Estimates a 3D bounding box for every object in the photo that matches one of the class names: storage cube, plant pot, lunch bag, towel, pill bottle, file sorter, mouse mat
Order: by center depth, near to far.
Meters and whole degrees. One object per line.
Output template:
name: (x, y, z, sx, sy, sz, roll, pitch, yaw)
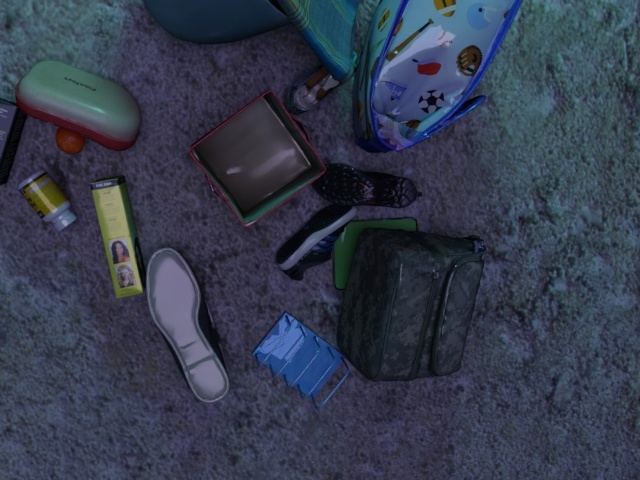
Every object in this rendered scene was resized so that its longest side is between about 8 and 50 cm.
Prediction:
towel: (-0.038, -0.487, 1.305, 0.040, 0.272, 0.370, -18, 134, 27)
plant pot: (-0.187, -0.487, 1.326, 0.235, 0.293, 0.293, -18, 104, 28)
lunch bag: (0.191, -0.339, 1.386, 0.238, 0.328, 0.386, 26, 93, -7)
storage cube: (-0.124, -0.161, 1.434, 0.215, 0.193, 0.184, -36, 103, -2)
pill bottle: (-0.531, -0.076, 1.450, 0.065, 0.065, 0.116, -36, 102, -1)
lunch bag: (0.201, 0.128, 1.527, 0.255, 0.212, 0.305, 3, 104, -27)
file sorter: (-0.040, 0.257, 1.561, 0.170, 0.104, 0.118, 38, 93, -13)
mouse mat: (0.119, 0.029, 1.597, 0.189, 0.007, 0.153, -3, 100, -9)

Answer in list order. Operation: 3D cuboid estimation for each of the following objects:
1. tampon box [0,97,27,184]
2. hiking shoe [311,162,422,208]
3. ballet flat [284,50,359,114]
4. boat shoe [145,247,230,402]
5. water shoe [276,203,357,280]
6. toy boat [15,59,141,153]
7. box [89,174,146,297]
tampon box: (-0.640, -0.196, 1.395, 0.120, 0.101, 0.161, 19, 95, -12)
hiking shoe: (0.093, -0.105, 1.529, 0.226, 0.114, 0.086, 14, 93, 18)
ballet flat: (-0.003, -0.304, 1.455, 0.188, 0.070, 0.070, -38, 104, 28)
boat shoe: (-0.276, 0.174, 1.528, 0.112, 0.095, 0.335, -20, 97, -8)
water shoe: (0.000, 0.000, 1.553, 0.203, 0.073, 0.080, -38, 126, 2)
toy boat: (-0.463, -0.231, 1.415, 0.231, 0.151, 0.151, 20, 126, -11)
box: (-0.398, -0.009, 1.473, 0.058, 0.087, 0.233, -11, 102, -4)
